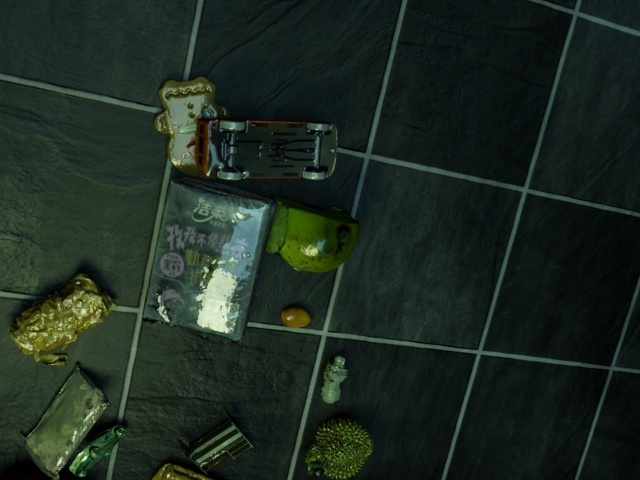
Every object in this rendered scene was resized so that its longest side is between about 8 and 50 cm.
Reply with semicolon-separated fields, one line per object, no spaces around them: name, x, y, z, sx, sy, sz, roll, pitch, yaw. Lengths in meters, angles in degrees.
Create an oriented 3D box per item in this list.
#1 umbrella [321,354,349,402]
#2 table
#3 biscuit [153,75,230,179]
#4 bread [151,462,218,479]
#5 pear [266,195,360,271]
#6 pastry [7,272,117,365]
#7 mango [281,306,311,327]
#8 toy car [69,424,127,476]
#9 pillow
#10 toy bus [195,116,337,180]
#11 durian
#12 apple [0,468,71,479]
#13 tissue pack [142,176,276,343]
umbrella;0.038;0.384;1.991;0.067;0.062;0.144;15;105;-1
table;-0.278;0.541;1.925;0.146;0.062;0.175;-32;143;-8
biscuit;-0.305;-0.266;1.727;0.184;0.035;0.249;-9;107;-15
bread;-0.350;0.671;1.923;0.211;0.083;0.114;31;107;-24
pear;0.000;0.000;1.778;0.238;0.255;0.164;12;99;-25
pastry;-0.617;0.196;1.710;0.250;0.102;0.154;-38;113;-7
mango;-0.063;0.207;1.922;0.089;0.046;0.060;18;100;-34
toy car;-0.555;0.517;1.788;0.058;0.186;0.093;38;112;8
pillow;-0.622;0.451;1.771;0.255;0.169;0.059;-53;152;1
toy bus;-0.127;-0.225;1.716;0.329;0.153;0.143;-4;108;-26
durian;0.051;0.582;2.006;0.198;0.146;0.159;-41;128;2
apple;-0.676;0.709;1.734;0.316;0.288;0.288;32;93;-10
tissue pack;-0.269;0.045;1.742;0.259;0.122;0.361;13;99;-1
